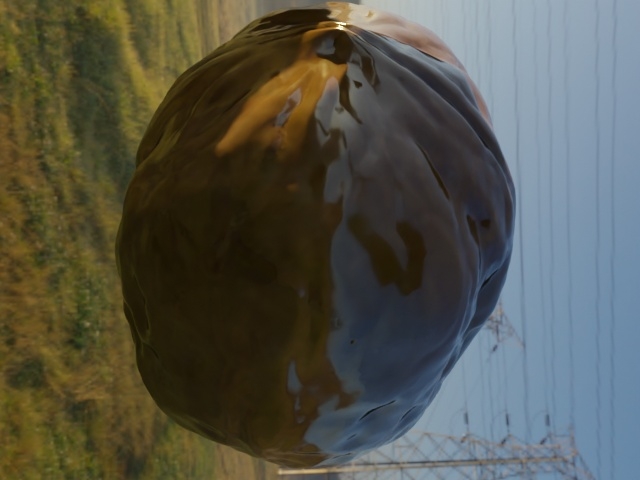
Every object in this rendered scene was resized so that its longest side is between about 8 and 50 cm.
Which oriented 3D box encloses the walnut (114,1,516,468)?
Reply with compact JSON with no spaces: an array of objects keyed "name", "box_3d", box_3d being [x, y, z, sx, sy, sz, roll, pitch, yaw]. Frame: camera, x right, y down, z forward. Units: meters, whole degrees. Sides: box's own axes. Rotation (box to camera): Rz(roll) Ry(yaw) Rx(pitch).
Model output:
[{"name":"walnut","box_3d":[0.000,0.000,0.595,0.397,0.308,0.353,97,0,-51]}]
